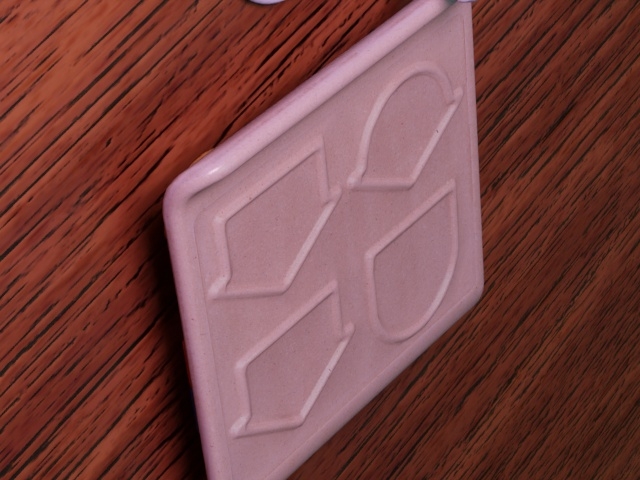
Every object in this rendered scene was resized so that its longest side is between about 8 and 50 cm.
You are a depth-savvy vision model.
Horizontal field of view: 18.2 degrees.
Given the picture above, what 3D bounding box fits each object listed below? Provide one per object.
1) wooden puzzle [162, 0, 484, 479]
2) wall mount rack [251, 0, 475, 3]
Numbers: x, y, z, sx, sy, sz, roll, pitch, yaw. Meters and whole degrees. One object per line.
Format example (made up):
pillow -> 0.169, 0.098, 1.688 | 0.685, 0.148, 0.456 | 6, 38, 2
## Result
wooden puzzle -> 0.000, 0.000, 1.439 | 0.322, 0.080, 0.348 | -39, 143, -36
wall mount rack -> 0.059, -0.267, 1.215 | 0.350, 0.130, 0.304 | -58, 157, 18
